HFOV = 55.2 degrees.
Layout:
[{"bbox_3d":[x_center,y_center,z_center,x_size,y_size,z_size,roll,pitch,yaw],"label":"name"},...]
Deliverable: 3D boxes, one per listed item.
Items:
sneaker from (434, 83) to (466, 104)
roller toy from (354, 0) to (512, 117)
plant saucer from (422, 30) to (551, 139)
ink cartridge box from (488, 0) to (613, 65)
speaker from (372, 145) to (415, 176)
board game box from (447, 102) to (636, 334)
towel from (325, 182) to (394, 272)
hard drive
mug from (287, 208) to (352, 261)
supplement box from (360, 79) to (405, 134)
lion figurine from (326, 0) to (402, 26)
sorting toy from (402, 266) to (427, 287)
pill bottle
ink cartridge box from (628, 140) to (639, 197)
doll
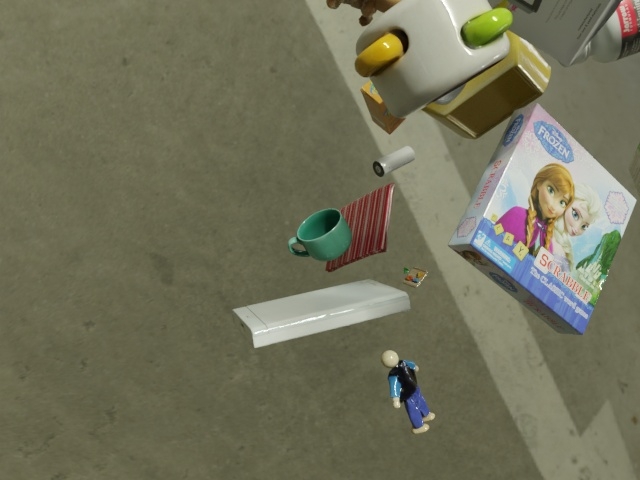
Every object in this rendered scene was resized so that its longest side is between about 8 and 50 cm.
[{"bbox_3d":[0.292,-0.455,1.505,0.101,0.153,0.268,10,88,-21],"label":"sneaker"},{"bbox_3d":[0.153,-0.278,0.875,0.146,0.209,0.191,59,11,-4],"label":"roller toy"},{"bbox_3d":[0.476,-0.411,1.734,0.333,0.333,0.080,13,49,-53],"label":"plant saucer"},{"bbox_3d":[0.384,-0.478,1.021,0.270,0.197,0.198,38,64,13],"label":"ink cartridge box"},{"bbox_3d":[0.234,-0.251,1.938,0.136,0.055,0.055,-29,94,-25],"label":"speaker"},{"bbox_3d":[0.432,-0.037,1.161,0.319,0.066,0.317,35,72,-20],"label":"board game box"},{"bbox_3d":[0.105,-0.028,1.668,0.031,0.275,0.198,21,66,-26],"label":"towel"},{"bbox_3d":[-0.006,0.158,1.395,0.353,0.233,0.047,-11,98,-17],"label":"hard drive"},{"bbox_3d":[0.007,-0.006,1.626,0.097,0.158,0.129,58,47,-31],"label":"mug"},{"bbox_3d":[0.179,-0.382,1.713,0.078,0.233,0.080,-45,71,2],"label":"supplement box"},{"bbox_3d":[0.206,-0.644,1.670,0.393,0.240,0.142,14,90,4],"label":"lion figurine"},{"bbox_3d":[0.269,0.104,1.813,0.062,0.083,0.012,-53,129,-16],"label":"sorting toy"},{"bbox_3d":[0.710,-0.519,1.422,0.176,0.319,0.176,-19,90,-83],"label":"pill bottle"},{"bbox_3d":[0.813,-0.078,1.349,0.207,0.119,0.353,64,18,-60],"label":"ink cartridge box"},{"bbox_3d":[0.180,0.315,1.295,0.129,0.046,0.188,-41,109,-50],"label":"doll"}]
